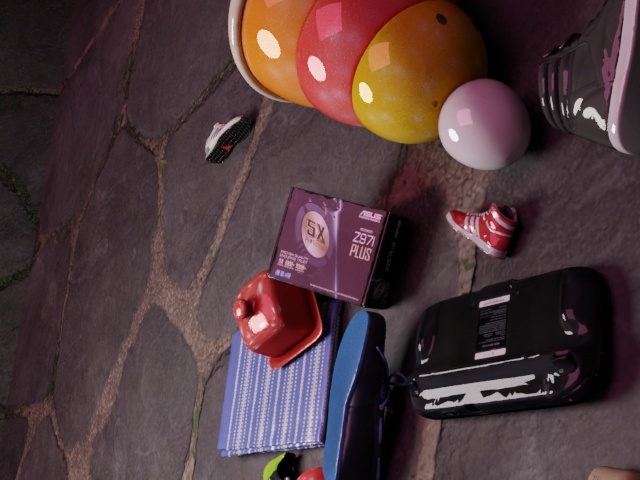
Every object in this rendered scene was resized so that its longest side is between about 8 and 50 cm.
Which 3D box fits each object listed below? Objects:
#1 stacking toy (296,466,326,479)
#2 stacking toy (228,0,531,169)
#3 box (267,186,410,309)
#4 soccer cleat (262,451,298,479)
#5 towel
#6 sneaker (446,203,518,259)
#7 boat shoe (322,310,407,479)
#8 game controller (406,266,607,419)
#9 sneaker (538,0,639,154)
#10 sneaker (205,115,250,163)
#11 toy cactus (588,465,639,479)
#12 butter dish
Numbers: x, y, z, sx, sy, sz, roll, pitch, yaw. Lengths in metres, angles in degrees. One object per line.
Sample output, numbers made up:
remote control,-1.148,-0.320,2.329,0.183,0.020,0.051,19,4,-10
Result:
stacking toy,-0.018,0.493,1.342,0.141,0.141,0.330,-18,55,54
stacking toy,0.125,-0.254,1.333,0.480,0.350,0.351,45,117,34
box,0.027,0.011,1.431,0.180,0.077,0.147,17,91,29
soccer cleat,-0.055,0.420,1.482,0.072,0.060,0.179,-50,36,33
towel,-0.071,0.246,1.612,0.336,0.040,0.243,-21,57,52
sneaker,0.218,-0.030,1.247,0.118,0.042,0.067,43,118,47
boat shoe,0.064,0.231,1.349,0.109,0.089,0.258,-157,78,-72
game controller,0.224,0.132,1.168,0.319,0.067,0.166,-21,45,53
sneaker,0.335,-0.252,1.090,0.147,0.104,0.296,16,95,54
sneaker,-0.204,-0.233,1.999,0.161,0.057,0.075,-43,49,45
toy cactus,0.323,0.264,0.914,0.180,0.112,0.219,-175,90,-68
butter dish,-0.090,0.116,1.543,0.160,0.118,0.160,-42,54,41
